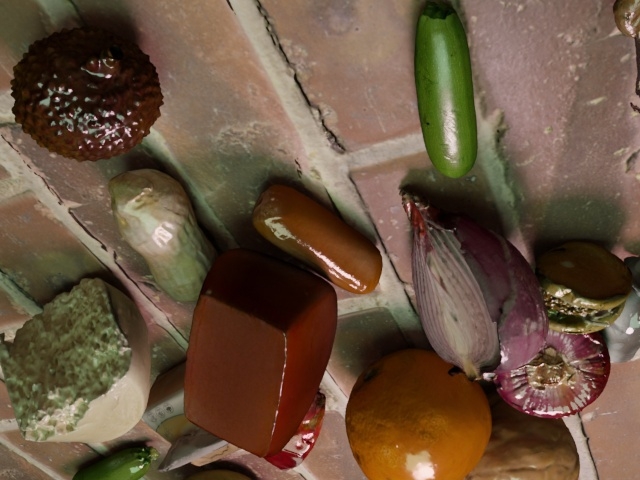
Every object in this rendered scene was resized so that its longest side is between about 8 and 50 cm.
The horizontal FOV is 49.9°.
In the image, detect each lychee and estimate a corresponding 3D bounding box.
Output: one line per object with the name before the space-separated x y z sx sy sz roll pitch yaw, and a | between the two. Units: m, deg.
lychee | -0.320 -0.205 0.954 0.200 0.200 0.238 26 148 -21

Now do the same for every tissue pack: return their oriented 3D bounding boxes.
tissue pack | -0.231 0.378 1.511 0.305 0.239 0.238 -31 126 31

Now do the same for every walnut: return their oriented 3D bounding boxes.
walnut | 0.433 0.483 1.553 0.285 0.285 0.296 10 174 -6

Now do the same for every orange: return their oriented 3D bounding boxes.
orange | 0.198 0.376 1.435 0.312 0.312 0.312 3 136 2

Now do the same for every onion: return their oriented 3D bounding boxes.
onion | 0.450 0.235 1.369 0.230 0.163 0.230 2 98 16
onion | 0.265 0.054 1.171 0.159 0.349 0.267 -20 -174 -21

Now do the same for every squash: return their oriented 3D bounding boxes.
squash | 0.180 -0.199 0.990 0.082 0.082 0.292 -7 135 12
squash | -0.585 0.655 1.943 0.378 0.101 0.101 -30 127 29

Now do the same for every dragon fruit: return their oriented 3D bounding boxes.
dragon fruit | -0.093 0.455 1.668 0.163 0.189 0.262 2 143 -44

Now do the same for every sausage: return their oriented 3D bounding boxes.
sausage | 0.000 0.001 1.197 0.274 0.105 0.105 33 130 -27

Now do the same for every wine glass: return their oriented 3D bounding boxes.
wine glass | 0.583 0.135 1.290 0.103 0.103 0.222 3 135 2

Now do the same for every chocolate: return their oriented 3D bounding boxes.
chocolate | -0.263 -0.007 1.202 0.134 0.134 0.309 -10 138 15

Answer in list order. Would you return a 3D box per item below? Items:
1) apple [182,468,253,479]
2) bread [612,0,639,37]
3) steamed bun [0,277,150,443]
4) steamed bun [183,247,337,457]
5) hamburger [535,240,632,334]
apple | -0.301 0.795 1.923 0.277 0.319 0.319 29 139 17
bread | 0.425 -0.312 0.864 0.113 0.060 0.082 -14 134 16
steamed bun | -0.441 0.234 1.365 0.272 0.290 0.273 -32 144 25
steamed bun | -0.103 0.190 1.254 0.235 0.248 0.379 21 122 17
hamburger | 0.446 0.091 1.194 0.177 0.185 0.113 -3 131 -14
